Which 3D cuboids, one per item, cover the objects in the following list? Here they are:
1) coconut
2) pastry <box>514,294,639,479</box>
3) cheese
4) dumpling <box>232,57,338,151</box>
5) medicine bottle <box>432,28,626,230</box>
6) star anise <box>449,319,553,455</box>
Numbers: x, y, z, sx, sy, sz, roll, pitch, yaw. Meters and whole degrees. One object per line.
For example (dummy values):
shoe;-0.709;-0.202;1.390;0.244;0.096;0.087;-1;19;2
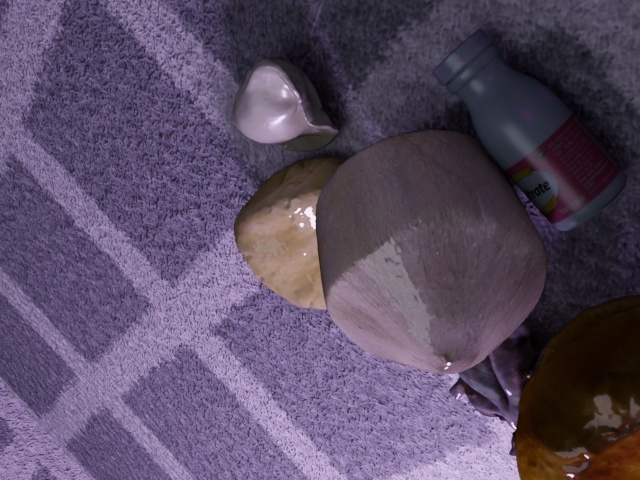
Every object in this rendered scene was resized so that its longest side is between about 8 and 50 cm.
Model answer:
coconut;0.115;0.021;0.869;0.237;0.238;0.265;104;157;-45
pastry;0.363;0.192;0.798;0.356;0.163;0.355;-3;119;-5
cheese;0.000;0.000;1.089;0.226;0.117;0.214;-20;114;43
dumpling;-0.040;-0.159;1.006;0.134;0.099;0.169;33;141;-3
medicine bottle;0.211;-0.115;0.829;0.216;0.090;0.090;48;140;-1
star anise;0.284;0.194;1.007;0.316;0.139;0.359;40;155;19
